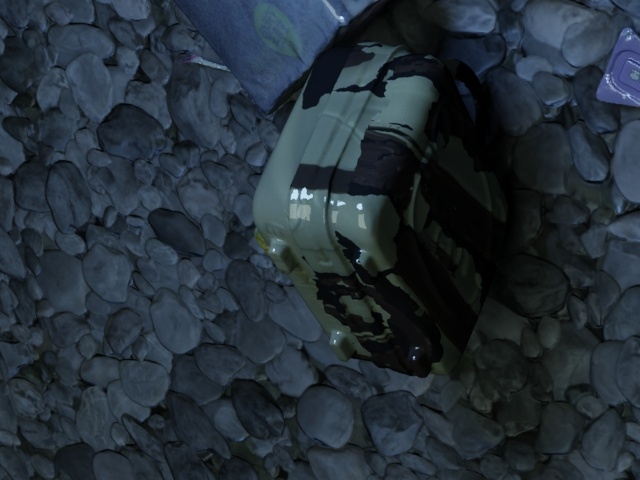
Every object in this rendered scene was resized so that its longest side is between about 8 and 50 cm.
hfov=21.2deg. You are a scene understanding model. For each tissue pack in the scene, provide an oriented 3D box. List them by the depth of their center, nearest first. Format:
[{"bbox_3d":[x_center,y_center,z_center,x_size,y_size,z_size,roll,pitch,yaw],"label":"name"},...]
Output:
[{"bbox_3d":[-0.105,-0.368,1.982,0.394,0.124,0.288,52,153,1],"label":"tissue pack"}]

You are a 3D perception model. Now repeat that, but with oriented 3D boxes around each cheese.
[{"bbox_3d":[0.393,-0.151,1.846,0.191,0.042,0.105,32,126,19],"label":"cheese"}]

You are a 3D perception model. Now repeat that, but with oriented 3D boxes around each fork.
[{"bbox_3d":[-0.134,-0.223,2.190,0.115,0.016,0.012,15,142,28],"label":"fork"}]

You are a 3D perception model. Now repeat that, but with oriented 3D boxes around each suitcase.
[{"bbox_3d":[0.081,-0.054,1.929,0.194,0.339,0.351,7,149,29],"label":"suitcase"}]

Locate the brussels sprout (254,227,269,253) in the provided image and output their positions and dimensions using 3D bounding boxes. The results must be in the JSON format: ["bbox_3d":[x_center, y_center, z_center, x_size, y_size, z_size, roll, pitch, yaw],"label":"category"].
[{"bbox_3d":[0.003,-0.004,2.141,0.149,0.122,0.151,40,164,20],"label":"brussels sprout"}]
